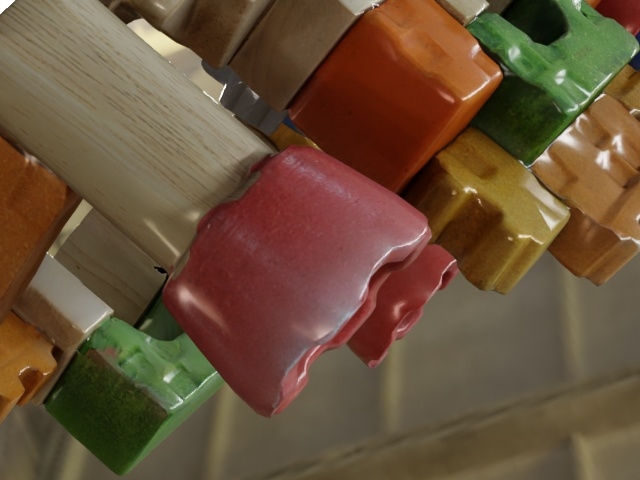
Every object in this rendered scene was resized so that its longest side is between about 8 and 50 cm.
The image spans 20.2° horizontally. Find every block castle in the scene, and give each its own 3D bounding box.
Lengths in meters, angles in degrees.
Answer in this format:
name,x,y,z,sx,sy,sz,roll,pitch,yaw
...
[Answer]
name,x,y,z,sx,sy,sz,roll,pitch,yaw
block castle,0.000,0.000,0.793,0.303,0.213,0.453,-53,173,32
